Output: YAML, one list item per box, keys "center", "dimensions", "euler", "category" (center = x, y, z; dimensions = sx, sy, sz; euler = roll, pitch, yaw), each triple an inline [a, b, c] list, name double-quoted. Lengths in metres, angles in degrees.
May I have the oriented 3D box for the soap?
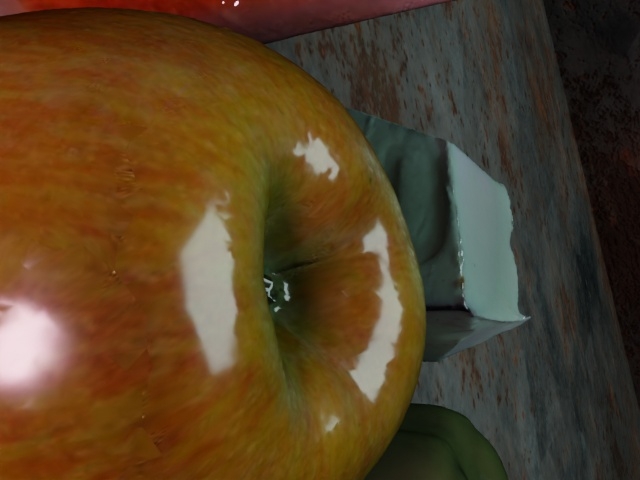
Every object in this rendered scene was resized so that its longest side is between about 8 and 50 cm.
- center: [0.000, 0.000, 0.813]
  dimensions: [0.091, 0.231, 0.145]
  euler: [40, 45, -62]
  category: "soap"

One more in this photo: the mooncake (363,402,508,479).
- center: [0.023, 0.257, 0.782]
  dimensions: [0.351, 0.187, 0.351]
  euler: [-1, 90, -74]
  category: "mooncake"

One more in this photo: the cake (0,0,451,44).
- center: [-0.048, -0.243, 0.690]
  dimensions: [0.237, 0.309, 0.230]
  euler: [57, 29, -44]
  category: "cake"

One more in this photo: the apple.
- center: [-0.086, 0.027, 0.554]
  dimensions: [0.264, 0.264, 0.264]
  euler: [-9, 90, -70]
  category: "apple"
